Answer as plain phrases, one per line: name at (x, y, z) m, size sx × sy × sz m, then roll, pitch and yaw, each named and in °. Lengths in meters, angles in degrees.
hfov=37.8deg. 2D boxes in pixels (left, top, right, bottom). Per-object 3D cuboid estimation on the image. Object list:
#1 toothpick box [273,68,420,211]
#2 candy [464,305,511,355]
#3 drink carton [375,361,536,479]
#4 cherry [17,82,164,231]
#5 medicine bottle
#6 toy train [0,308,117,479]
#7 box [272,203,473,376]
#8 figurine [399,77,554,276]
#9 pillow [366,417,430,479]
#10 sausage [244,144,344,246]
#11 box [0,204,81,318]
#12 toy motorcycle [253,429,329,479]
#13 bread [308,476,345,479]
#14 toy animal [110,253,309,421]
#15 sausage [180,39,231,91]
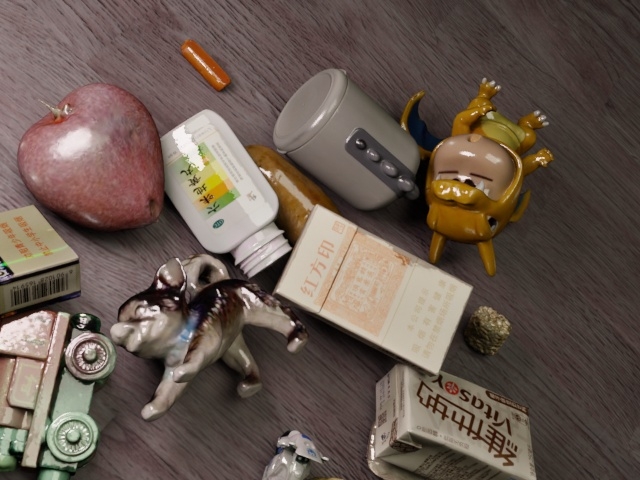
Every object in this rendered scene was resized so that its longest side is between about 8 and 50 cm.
toothpick box at (0.080, -0.191, 1.981) m, size 0.316 × 0.229 × 0.229 m, roll 38°, pitch 56°, yaw -25°
candy at (0.372, 0.200, 2.087) m, size 0.095 × 0.110 × 0.085 m, roll 31°, pitch 58°, yaw 2°
drink carton at (0.277, 0.390, 1.906) m, size 0.324 × 0.132 × 0.194 m, roll 25°, pitch 39°, yaw -19°
cherry at (-0.406, -0.146, 1.709) m, size 0.307 × 0.221 × 0.261 m, roll 50°, pitch 63°, yaw -20°
medicine bottle at (-0.189, -0.084, 1.845) m, size 0.179 × 0.124 × 0.324 m, roll -34°, pitch 92°, yaw -2°
toy train at (-0.468, 0.260, 1.565) m, size 0.221 × 0.150 × 0.304 m, roll 12°, pitch 66°, yaw -14°
box at (0.107, 0.100, 1.855) m, size 0.365 × 0.051 × 0.205 m, roll 27°, pitch 72°, yaw -7°
figurine at (0.373, -0.142, 2.112) m, size 0.401 × 0.268 × 0.387 m, roll 42°, pitch 54°, yaw -26°
pillow at (0.193, 0.455, 1.917) m, size 0.232 × 0.038 × 0.131 m, roll 28°, pitch 58°, yaw -18°
sausage at (0.002, -0.002, 1.942) m, size 0.136 × 0.123 × 0.501 m, roll -36°, pitch 91°, yaw -6°
box at (-0.578, 0.051, 1.547) m, size 0.310 × 0.084 × 0.198 m, roll -17°, pitch 40°, yaw -34°
toy motorcycle at (-0.063, 0.447, 1.709) m, size 0.102 × 0.150 × 0.221 m, roll 30°, pitch 60°, yaw -24°
bread at (0.011, 0.580, 1.717) m, size 0.152 × 0.119 × 0.288 m, roll 23°, pitch 60°, yaw -17°
toy animal at (-0.241, 0.146, 1.691) m, size 0.344 × 0.194 × 0.303 m, roll -3°, pitch 48°, yaw -49°
sausage at (-0.247, -0.375, 1.994) m, size 0.131 × 0.039 × 0.041 m, roll 46°, pitch 63°, yaw -5°
